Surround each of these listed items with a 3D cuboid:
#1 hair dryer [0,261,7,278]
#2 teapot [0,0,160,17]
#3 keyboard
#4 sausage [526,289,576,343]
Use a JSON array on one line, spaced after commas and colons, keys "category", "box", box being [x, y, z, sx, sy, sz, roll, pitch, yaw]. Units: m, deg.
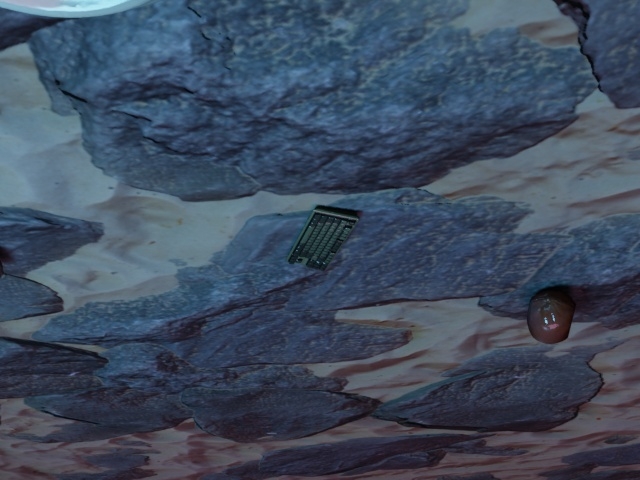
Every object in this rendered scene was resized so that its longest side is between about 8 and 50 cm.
[{"category": "hair dryer", "box": [-0.446, -0.006, 0.859, 0.210, 0.125, 0.352, -20, 158, 33]}, {"category": "teapot", "box": [-0.106, -0.202, 0.397, 0.299, 0.166, 0.208, -22, 140, 25]}, {"category": "keyboard", "box": [0.000, 0.000, 0.948, 0.049, 0.015, 0.129, 7, 154, -13]}, {"category": "sausage", "box": [0.281, 0.094, 1.090, 0.054, 0.059, 0.094, 14, 162, 17]}]
